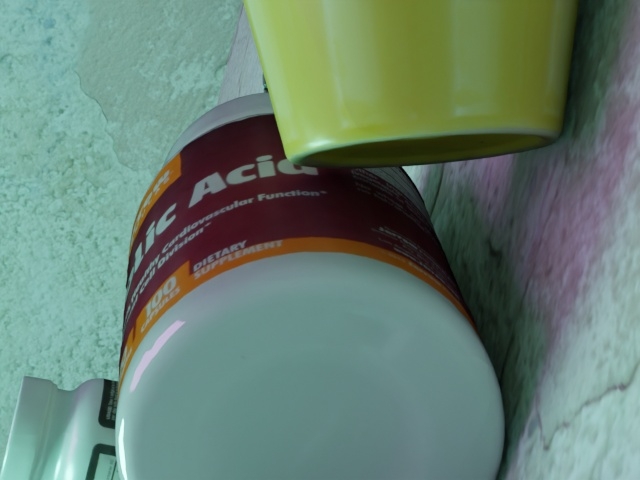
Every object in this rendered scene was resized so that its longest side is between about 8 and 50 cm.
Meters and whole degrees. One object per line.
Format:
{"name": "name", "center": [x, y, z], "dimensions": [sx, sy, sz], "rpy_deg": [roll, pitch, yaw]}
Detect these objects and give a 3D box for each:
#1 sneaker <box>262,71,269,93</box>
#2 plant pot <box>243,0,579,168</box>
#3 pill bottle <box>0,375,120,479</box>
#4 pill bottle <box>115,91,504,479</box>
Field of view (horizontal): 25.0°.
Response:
{"name": "sneaker", "center": [-0.019, -0.269, 1.708], "dimensions": [0.129, 0.111, 0.297], "rpy_deg": [125, 158, -79]}
{"name": "plant pot", "center": [0.053, -0.170, 0.852], "dimensions": [0.254, 0.254, 0.239], "rpy_deg": [158, 108, -78]}
{"name": "pill bottle", "center": [-0.206, 0.241, 1.596], "dimensions": [0.162, 0.278, 0.162], "rpy_deg": [-167, 90, -80]}
{"name": "pill bottle", "center": [-0.021, 0.043, 0.977], "dimensions": [0.392, 0.224, 0.224], "rpy_deg": [-104, 28, -67]}
